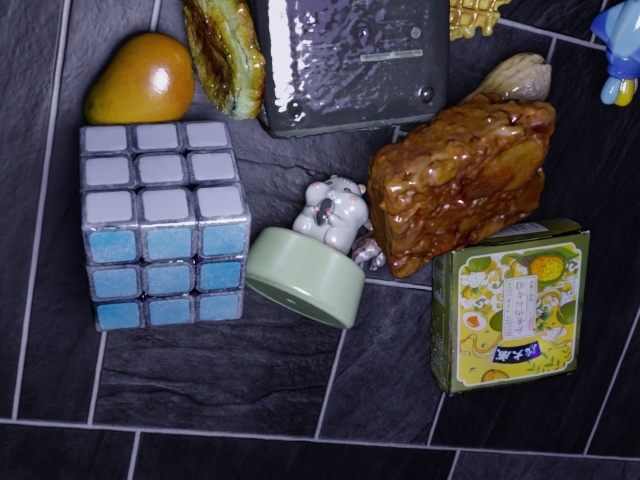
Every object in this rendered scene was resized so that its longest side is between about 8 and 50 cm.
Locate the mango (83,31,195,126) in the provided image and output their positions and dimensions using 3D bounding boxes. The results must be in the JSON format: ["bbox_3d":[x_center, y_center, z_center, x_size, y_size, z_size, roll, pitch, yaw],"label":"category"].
[{"bbox_3d":[-0.357,-0.297,1.476,0.175,0.139,0.254,37,105,-13],"label":"mango"}]

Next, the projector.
[{"bbox_3d":[0.047,-0.428,1.477,0.395,0.242,0.405,-9,112,-13],"label":"projector"}]

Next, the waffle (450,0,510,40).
[{"bbox_3d":[0.339,-0.555,1.608,0.219,0.057,0.229,2,110,-16],"label":"waffle"}]

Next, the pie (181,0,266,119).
[{"bbox_3d":[-0.191,-0.394,1.384,0.102,0.355,0.288,-20,134,-14],"label":"pie"}]

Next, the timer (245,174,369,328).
[{"bbox_3d":[0.000,0.000,1.633,0.290,0.290,0.315,30,78,-22],"label":"timer"}]

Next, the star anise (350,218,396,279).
[{"bbox_3d":[0.172,-0.008,1.742,0.236,0.093,0.229,-19,113,-12],"label":"star anise"}]

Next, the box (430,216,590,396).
[{"bbox_3d":[0.476,0.164,1.860,0.372,0.138,0.420,-7,112,-13],"label":"box"}]

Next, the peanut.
[{"bbox_3d":[0.395,-0.298,1.674,0.313,0.149,0.149,-44,114,7],"label":"peanut"}]

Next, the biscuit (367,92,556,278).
[{"bbox_3d":[0.285,-0.124,1.548,0.395,0.166,0.343,-25,142,-11],"label":"biscuit"}]

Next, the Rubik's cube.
[{"bbox_3d":[-0.310,-0.033,1.444,0.300,0.304,0.305,-5,139,-13],"label":"Rubik's cube"}]

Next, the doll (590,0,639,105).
[{"bbox_3d":[0.793,-0.495,1.681,0.365,0.187,0.376,-35,114,0],"label":"doll"}]
